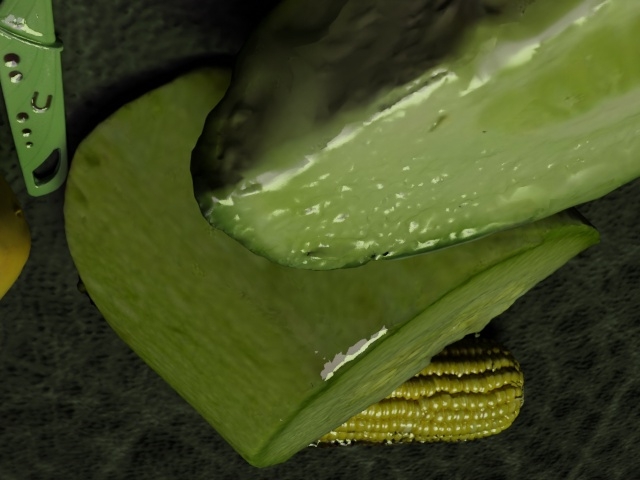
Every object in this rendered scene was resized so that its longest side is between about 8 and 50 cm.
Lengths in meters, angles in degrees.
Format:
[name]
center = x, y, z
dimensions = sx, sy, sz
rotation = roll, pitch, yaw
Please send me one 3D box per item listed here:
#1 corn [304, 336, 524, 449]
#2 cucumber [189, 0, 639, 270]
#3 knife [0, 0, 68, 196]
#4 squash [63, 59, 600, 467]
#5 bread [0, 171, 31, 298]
[corn]
center = 0.038, 0.100, 0.590
dimensions = 0.203, 0.072, 0.072
rotation = 0, 137, -17
[cucumber]
center = 0.102, -0.096, 0.355
dimensions = 0.325, 0.105, 0.145
rotation = -30, 141, 9
[knife]
center = -0.121, -0.092, 0.363
dimensions = 0.030, 0.014, 0.207
rotation = -5, 139, -15
[squash]
center = 0.000, 0.000, 0.467
dimensions = 0.237, 0.155, 0.204
rotation = -39, 161, 7
[bread]
center = -0.213, 0.005, 0.388
dimensions = 0.134, 0.085, 0.173
rotation = 28, 125, -35
